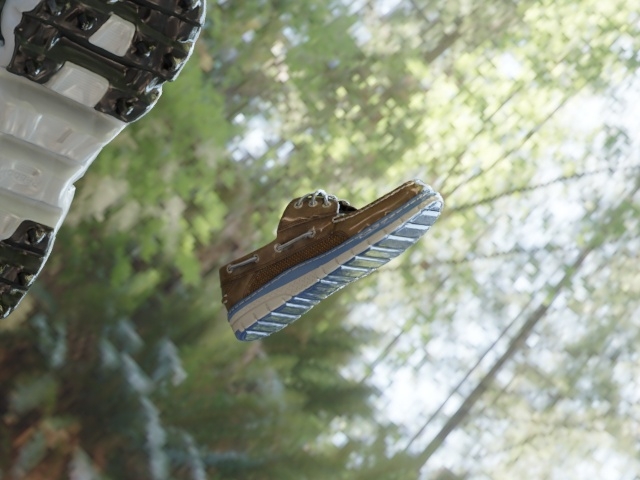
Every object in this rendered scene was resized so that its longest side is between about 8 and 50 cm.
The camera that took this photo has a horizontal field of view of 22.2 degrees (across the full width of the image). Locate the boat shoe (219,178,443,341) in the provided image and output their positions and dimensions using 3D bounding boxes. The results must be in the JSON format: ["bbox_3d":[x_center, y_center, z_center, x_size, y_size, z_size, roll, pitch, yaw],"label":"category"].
[{"bbox_3d":[0.000,0.000,1.159,0.183,0.066,0.066,-32,-108,16],"label":"boat shoe"}]

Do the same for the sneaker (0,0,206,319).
[{"bbox_3d":[-0.133,-0.044,0.630,0.078,0.106,0.234,25,-63,-35],"label":"sneaker"}]
